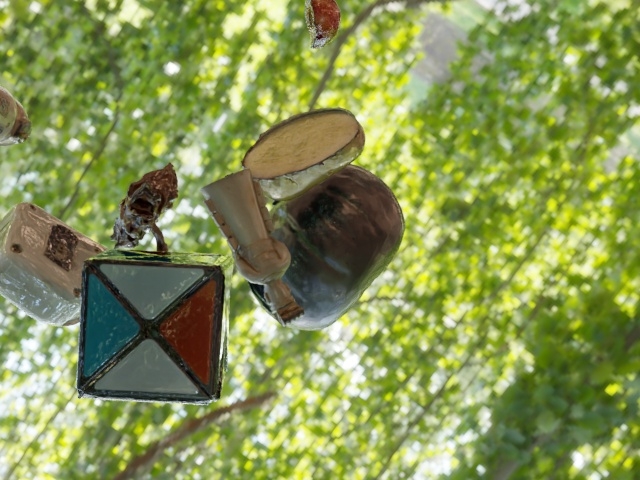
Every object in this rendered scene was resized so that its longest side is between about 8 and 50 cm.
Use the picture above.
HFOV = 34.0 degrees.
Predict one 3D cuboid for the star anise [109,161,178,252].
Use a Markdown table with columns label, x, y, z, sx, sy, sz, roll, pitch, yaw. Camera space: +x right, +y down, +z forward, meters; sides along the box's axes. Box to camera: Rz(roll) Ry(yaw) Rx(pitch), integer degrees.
| label | x | y | z | sx | sy | sz | roll | pitch | yaw |
| --- | --- | --- | --- | --- | --- | --- | --- | --- | --- |
| star anise | -0.440 | -0.029 | 2.598 | 0.148 | 0.346 | 0.237 | 6 | -178 | -19 |

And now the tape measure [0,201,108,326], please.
| label | x | y | z | sx | sy | sz | roll | pitch | yaw |
| --- | --- | --- | --- | --- | --- | --- | --- | --- | --- |
| tape measure | -0.552 | 0.052 | 2.164 | 0.258 | 0.130 | 0.265 | 37 | -159 | -27 |

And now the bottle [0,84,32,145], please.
| label | x | y | z | sx | sy | sz | roll | pitch | yaw |
| --- | --- | --- | --- | --- | --- | --- | --- | --- | --- |
| bottle | -0.507 | -0.196 | 1.575 | 0.110 | 0.097 | 0.209 | 27 | 178 | 13 |

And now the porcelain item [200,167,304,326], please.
| label | x | y | z | sx | sy | sz | roll | pitch | yaw |
| --- | --- | --- | --- | --- | --- | --- | --- | --- | --- |
| porcelain item | -0.083 | 0.013 | 1.399 | 0.213 | 0.084 | 0.054 | 65 | 161 | 0 |

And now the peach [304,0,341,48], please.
| label | x | y | z | sx | sy | sz | roll | pitch | yaw |
| --- | --- | --- | --- | --- | --- | --- | --- | --- | --- |
| peach | 0.005 | -0.372 | 1.771 | 0.061 | 0.098 | 0.098 | -11 | -159 | -6 |

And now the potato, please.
| label | x | y | z | sx | sy | sz | roll | pitch | yaw |
| --- | --- | --- | --- | --- | --- | --- | --- | --- | --- |
| potato | -0.020 | -0.126 | 1.654 | 0.081 | 0.200 | 0.164 | 64 | 176 | -38 |

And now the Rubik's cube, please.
| label | x | y | z | sx | sy | sz | roll | pitch | yaw |
| --- | --- | --- | --- | --- | --- | --- | --- | --- | --- |
| Rubik's cube | -0.288 | 0.148 | 1.879 | 0.246 | 0.250 | 0.248 | 3 | -178 | -1 |

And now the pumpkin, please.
| label | x | y | z | sx | sy | sz | roll | pitch | yaw |
| --- | --- | --- | --- | --- | --- | --- | --- | --- | --- |
| pumpkin | 0.000 | 0.000 | 1.838 | 0.238 | 0.315 | 0.315 | 42 | -168 | 4 |
